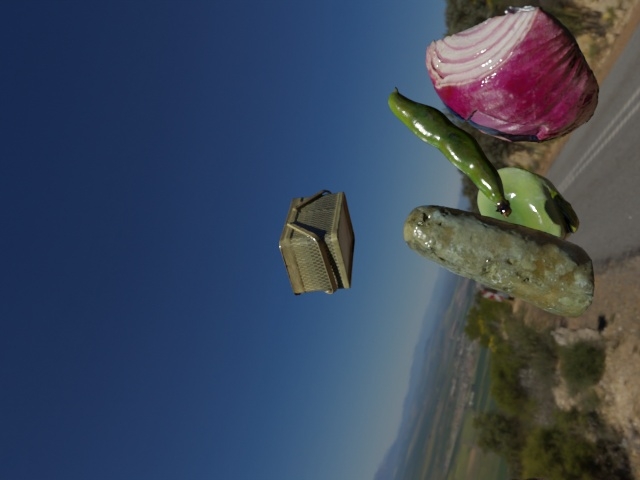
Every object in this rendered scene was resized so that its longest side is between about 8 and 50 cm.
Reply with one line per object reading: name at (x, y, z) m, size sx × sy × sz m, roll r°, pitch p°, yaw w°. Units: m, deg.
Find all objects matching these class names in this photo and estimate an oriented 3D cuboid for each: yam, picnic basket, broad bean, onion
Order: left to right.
picnic basket at (0.000, 0.000, 1.483) m, size 0.267 × 0.139 × 0.165 m, roll -79°, pitch -22°, yaw -57°
broad bean at (0.215, -0.154, 0.963) m, size 0.060 × 0.297 × 0.043 m, roll -43°, pitch -24°, yaw 5°
yam at (0.303, 0.024, 1.044) m, size 0.133 × 0.330 × 0.133 m, roll 19°, pitch -90°, yaw -86°
onion at (0.295, -0.225, 0.955) m, size 0.247 × 0.250 × 0.111 m, roll 48°, pitch -119°, yaw -24°
broad bean at (0.438, -0.067, 1.278) m, size 0.100 × 0.227 × 0.169 m, roll -23°, pitch -57°, yaw -48°

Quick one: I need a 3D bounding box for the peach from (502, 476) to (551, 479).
peach at (0.362, 0.470, 1.020) m, size 0.152 × 0.152 × 0.152 m, roll 16°, pitch -90°, yaw -78°
